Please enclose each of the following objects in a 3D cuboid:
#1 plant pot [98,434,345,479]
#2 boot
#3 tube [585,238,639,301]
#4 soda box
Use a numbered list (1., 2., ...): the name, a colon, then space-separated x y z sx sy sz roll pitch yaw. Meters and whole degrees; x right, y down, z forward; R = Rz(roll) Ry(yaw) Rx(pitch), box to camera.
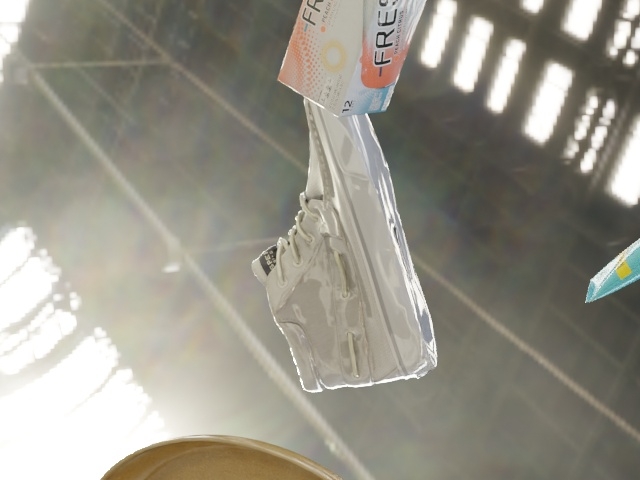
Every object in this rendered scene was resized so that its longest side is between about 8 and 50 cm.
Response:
1. plant pot: -0.034 0.209 0.768 0.236 0.032 0.236 11 -60 19
2. boot: 0.000 0.000 1.011 0.095 0.123 0.258 -56 131 -73
3. tube: 0.409 0.008 1.556 0.207 0.080 0.052 -37 -90 24
4. soda box: 0.035 -0.177 0.865 0.063 0.058 0.183 34 -62 30
